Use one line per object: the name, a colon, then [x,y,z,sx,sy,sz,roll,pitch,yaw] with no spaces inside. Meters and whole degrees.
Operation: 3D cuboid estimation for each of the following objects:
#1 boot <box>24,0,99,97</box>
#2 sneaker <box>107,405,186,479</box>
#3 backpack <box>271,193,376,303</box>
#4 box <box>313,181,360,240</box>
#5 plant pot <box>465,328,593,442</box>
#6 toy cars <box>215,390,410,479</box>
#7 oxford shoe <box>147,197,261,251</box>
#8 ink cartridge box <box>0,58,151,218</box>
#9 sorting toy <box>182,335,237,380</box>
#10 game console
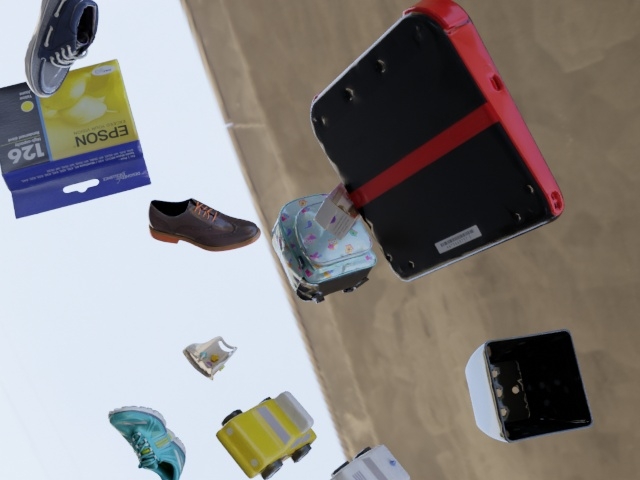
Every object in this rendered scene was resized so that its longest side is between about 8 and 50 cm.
boot: [-0.389,-0.289,1.228,0.086,0.069,0.190,39,-56,28]
sneaker: [-0.410,0.492,1.966,0.107,0.110,0.275,-22,-53,17]
backpack: [0.000,0.000,1.545,0.188,0.166,0.144,59,-27,30]
box: [0.098,-0.119,1.469,0.063,0.324,0.067,39,-43,4]
plant pot: [0.384,0.289,1.584,0.167,0.188,0.188,131,-50,-67]
toy cars: [0.018,0.311,1.206,0.087,0.394,0.176,-47,-148,17]
oxford shoe: [-0.275,-0.042,1.909,0.271,0.097,0.098,4,-50,3]
ink cartridge box: [-0.559,-0.230,1.804,0.072,0.304,0.307,96,-24,-65]
sorting toy: [-0.191,0.206,1.468,0.083,0.075,0.044,28,-34,36]
game console: [0.148,-0.131,1.199,0.342,0.060,0.386,59,-31,0]
